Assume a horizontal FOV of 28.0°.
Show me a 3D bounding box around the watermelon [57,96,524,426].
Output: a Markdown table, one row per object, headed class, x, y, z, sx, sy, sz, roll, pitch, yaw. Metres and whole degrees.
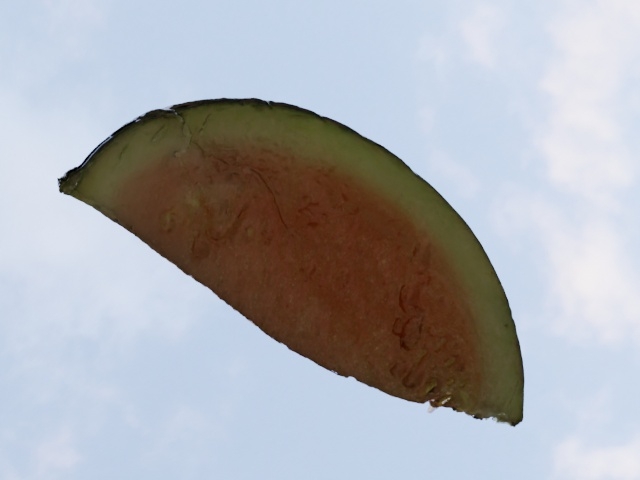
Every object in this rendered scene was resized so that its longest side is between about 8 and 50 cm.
| class | x | y | z | sx | sy | sz | roll | pitch | yaw |
| --- | --- | --- | --- | --- | --- | --- | --- | --- | --- |
| watermelon | -0.003 | 0.004 | 0.615 | 0.245 | 0.063 | 0.119 | 30 | -127 | -15 |
